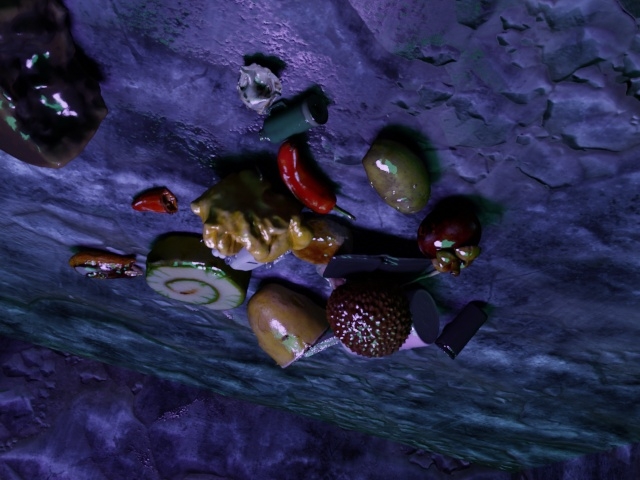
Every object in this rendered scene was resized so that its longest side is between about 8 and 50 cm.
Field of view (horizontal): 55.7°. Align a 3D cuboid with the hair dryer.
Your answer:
[{"bbox_3d":[0.478,0.317,2.156,0.089,0.197,0.251,41,174,2],"label":"hair dryer"}]

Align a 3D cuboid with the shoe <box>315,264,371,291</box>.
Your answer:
[{"bbox_3d":[0.088,0.142,2.045,0.251,0.100,0.103,28,145,-20],"label":"shoe"}]

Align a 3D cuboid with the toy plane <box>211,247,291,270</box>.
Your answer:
[{"bbox_3d":[-0.212,0.023,1.935,0.267,0.122,0.267,-4,157,-2],"label":"toy plane"}]

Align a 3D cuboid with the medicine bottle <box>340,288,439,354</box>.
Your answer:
[{"bbox_3d":[0.235,0.289,2.130,0.316,0.202,0.202,-15,140,38],"label":"medicine bottle"}]

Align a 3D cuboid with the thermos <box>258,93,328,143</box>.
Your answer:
[{"bbox_3d":[-0.077,-0.282,1.442,0.188,0.073,0.083,-17,140,39],"label":"thermos"}]

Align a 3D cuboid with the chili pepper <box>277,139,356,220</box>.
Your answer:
[{"bbox_3d":[-0.036,-0.150,1.593,0.137,0.091,0.368,29,173,38],"label":"chili pepper"}]

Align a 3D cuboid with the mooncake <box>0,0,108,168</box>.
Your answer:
[{"bbox_3d":[-0.652,-0.380,1.318,0.393,0.246,0.394,34,144,-17],"label":"mooncake"}]

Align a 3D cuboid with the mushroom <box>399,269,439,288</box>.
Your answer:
[{"bbox_3d":[0.349,0.116,1.984,0.026,0.028,0.286,31,139,-28],"label":"mushroom"}]

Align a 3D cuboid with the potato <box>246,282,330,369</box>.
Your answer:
[{"bbox_3d":[-0.130,0.285,2.290,0.296,0.290,0.397,48,-174,-1],"label":"potato"}]

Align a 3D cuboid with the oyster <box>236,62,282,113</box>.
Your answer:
[{"bbox_3d":[-0.148,-0.345,1.386,0.108,0.053,0.166,28,147,-13],"label":"oyster"}]

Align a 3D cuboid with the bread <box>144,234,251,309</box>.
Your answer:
[{"bbox_3d":[-0.431,0.122,2.167,0.367,0.129,0.382,-8,144,25],"label":"bread"}]

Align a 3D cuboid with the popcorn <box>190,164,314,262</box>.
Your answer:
[{"bbox_3d":[-0.186,-0.079,1.658,0.316,0.297,0.280,-14,137,-34],"label":"popcorn"}]

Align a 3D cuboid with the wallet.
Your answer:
[{"bbox_3d":[0.179,0.083,1.886,0.323,0.041,0.247,-1,161,-8],"label":"wallet"}]

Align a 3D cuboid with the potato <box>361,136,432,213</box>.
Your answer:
[{"bbox_3d":[0.192,-0.164,1.507,0.149,0.113,0.251,-4,137,38],"label":"potato"}]

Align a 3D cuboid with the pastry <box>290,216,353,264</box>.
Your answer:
[{"bbox_3d":[0.000,0.000,1.850,0.193,0.093,0.182,-5,148,24],"label":"pastry"}]

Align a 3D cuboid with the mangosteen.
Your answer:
[{"bbox_3d":[0.352,0.002,1.633,0.200,0.199,0.199,9,149,6],"label":"mangosteen"}]

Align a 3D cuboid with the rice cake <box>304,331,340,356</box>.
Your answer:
[{"bbox_3d":[0.042,0.395,2.424,0.270,0.055,0.049,-27,114,7],"label":"rice cake"}]

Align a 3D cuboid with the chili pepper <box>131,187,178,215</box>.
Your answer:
[{"bbox_3d":[-0.531,-0.115,1.891,0.169,0.065,0.088,-2,131,31],"label":"chili pepper"}]

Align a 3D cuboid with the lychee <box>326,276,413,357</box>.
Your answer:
[{"bbox_3d":[0.157,0.245,1.909,0.268,0.267,0.267,9,149,6],"label":"lychee"}]

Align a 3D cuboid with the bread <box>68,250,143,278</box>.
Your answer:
[{"bbox_3d":[-0.812,0.091,2.300,0.269,0.095,0.139,-2,151,-4],"label":"bread"}]
